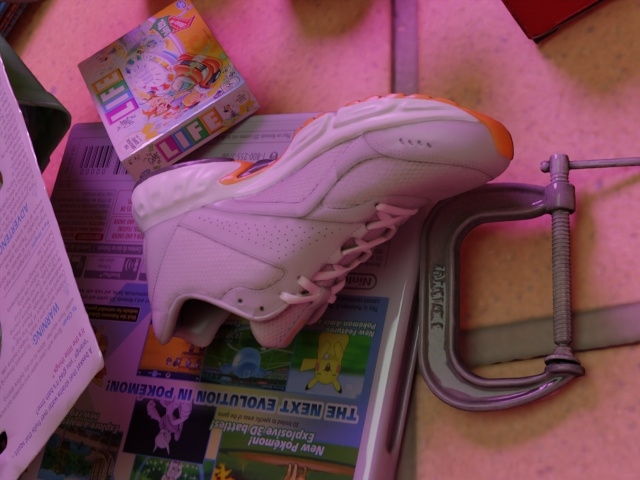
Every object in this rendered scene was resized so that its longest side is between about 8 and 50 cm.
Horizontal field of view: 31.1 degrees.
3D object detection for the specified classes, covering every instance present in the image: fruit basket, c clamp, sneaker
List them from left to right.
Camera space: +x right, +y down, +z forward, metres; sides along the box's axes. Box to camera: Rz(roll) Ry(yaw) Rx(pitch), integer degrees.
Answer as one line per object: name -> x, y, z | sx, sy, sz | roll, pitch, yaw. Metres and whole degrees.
fruit basket -> -0.260, 0.027, 0.814 | 0.327, 0.165, 0.353 | -49, 58, 35
sneaker -> 0.000, 0.000, 0.690 | 0.262, 0.099, 0.121 | -17, 69, 33
c clamp -> 0.121, 0.022, 0.670 | 0.137, 0.022, 0.160 | 2, 74, 19

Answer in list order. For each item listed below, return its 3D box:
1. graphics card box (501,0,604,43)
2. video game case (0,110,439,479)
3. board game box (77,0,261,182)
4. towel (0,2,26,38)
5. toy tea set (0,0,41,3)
graphics card box -> 0.163, -0.341, 0.774 | 0.233, 0.094, 0.371 | -29, 56, 19
video game case -> -0.082, 0.054, 0.788 | 0.329, 0.036, 0.300 | 2, 70, 32
board game box -> -0.116, -0.116, 0.855 | 0.103, 0.026, 0.154 | -33, 41, 0
towel -> -0.361, -0.318, 1.130 | 0.370, 0.040, 0.271 | 30, 85, 39
toy tea set -> -0.093, -0.251, 0.821 | 0.336, 0.200, 0.124 | 6, 116, 33
